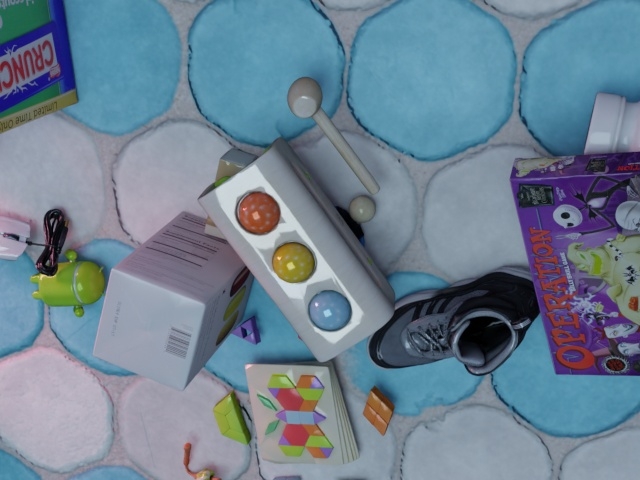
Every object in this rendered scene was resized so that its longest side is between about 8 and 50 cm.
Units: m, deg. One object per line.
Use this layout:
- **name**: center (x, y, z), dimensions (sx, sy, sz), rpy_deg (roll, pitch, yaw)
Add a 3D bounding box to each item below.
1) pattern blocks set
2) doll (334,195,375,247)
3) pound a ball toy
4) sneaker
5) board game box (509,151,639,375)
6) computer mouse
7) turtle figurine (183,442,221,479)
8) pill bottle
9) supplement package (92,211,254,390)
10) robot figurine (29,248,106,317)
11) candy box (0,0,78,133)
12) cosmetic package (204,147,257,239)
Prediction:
- **pattern blocks set**: center (-0.030, 0.255, 1.649), dimensions (0.285, 0.026, 0.325), rpy_deg (-16, 106, 26)
- **doll**: center (0.000, 0.000, 1.553), dimensions (0.189, 0.046, 0.129), rpy_deg (-37, 97, 24)
- **pound a ball toy**: center (-0.011, -0.024, 1.449), dimensions (0.208, 0.136, 0.319), rpy_deg (-33, 101, 15)
- **sneaker**: center (0.168, 0.125, 1.492), dimensions (0.268, 0.153, 0.101), rpy_deg (-24, 101, 22)
- **board game box**: center (0.369, 0.039, 1.385), dimensions (0.208, 0.056, 0.347), rpy_deg (1, 133, 27)
- **computer mouse**: center (-0.471, -0.002, 1.662), dimensions (0.192, 0.042, 0.106), rpy_deg (3, 68, 17)
- **turtle figurine**: center (-0.156, 0.456, 1.736), dimensions (0.217, 0.087, 0.270), rpy_deg (14, 112, 10)
- **pill bottle**: center (0.445, -0.108, 1.342), dimensions (0.245, 0.136, 0.136), rpy_deg (12, 112, 11)
- **supplement package**: center (-0.188, 0.075, 1.523), dimensions (0.133, 0.244, 0.139), rpy_deg (20, 114, 8)
- **robot figurine**: center (-0.374, 0.065, 1.668), dimensions (0.115, 0.067, 0.101), rpy_deg (-4, 96, 16)
- **candy box**: center (-0.451, -0.302, 1.448), dimensions (0.122, 0.268, 0.317), rpy_deg (4, 111, 18)
- **cosmetic package**: center (-0.125, -0.065, 1.557), dimensions (0.041, 0.060, 0.115), rpy_deg (17, 111, 7)
